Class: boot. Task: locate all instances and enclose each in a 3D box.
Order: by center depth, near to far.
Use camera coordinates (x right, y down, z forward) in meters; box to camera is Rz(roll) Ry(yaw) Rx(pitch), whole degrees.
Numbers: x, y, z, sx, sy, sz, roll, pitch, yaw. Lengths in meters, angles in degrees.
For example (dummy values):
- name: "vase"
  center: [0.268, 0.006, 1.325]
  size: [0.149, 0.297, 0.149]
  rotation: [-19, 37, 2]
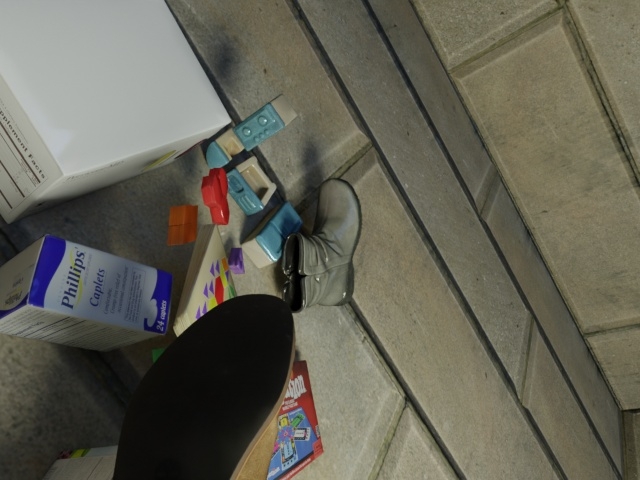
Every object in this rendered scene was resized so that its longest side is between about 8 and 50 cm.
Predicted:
- name: "boot"
  center: [-0.082, 0.174, 0.362]
  size: [0.305, 0.112, 0.115]
  rotation: [-75, 158, -45]
- name: "boot"
  center: [0.000, 0.000, 0.843]
  size: [0.161, 0.083, 0.246]
  rotation: [10, 79, -58]

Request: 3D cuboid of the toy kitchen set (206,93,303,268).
- name: "toy kitchen set"
  center: [-0.077, -0.089, 0.770]
  size: [0.207, 0.166, 0.122]
  rotation: [54, 38, -18]

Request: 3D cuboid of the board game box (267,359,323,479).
- name: "board game box"
  center: [-0.060, 0.238, 0.647]
  size: [0.281, 0.027, 0.145]
  rotation: [32, 43, -70]

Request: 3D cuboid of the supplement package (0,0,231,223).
- name: "supplement package"
  center: [-0.277, -0.174, 0.583]
  size: [0.204, 0.145, 0.262]
  rotation: [61, 37, -8]

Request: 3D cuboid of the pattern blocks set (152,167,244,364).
- name: "pattern blocks set"
  center: [-0.139, 0.077, 0.608]
  size: [0.325, 0.026, 0.285]
  rotation: [-87, 171, -63]

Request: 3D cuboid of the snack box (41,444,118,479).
- name: "snack box"
  center: [-0.151, 0.265, 0.456]
  size: [0.174, 0.207, 0.070]
  rotation: [48, 40, -23]

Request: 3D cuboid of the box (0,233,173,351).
- name: "box"
  center: [-0.249, 0.062, 0.508]
  size: [0.137, 0.126, 0.072]
  rotation: [26, 54, -43]
